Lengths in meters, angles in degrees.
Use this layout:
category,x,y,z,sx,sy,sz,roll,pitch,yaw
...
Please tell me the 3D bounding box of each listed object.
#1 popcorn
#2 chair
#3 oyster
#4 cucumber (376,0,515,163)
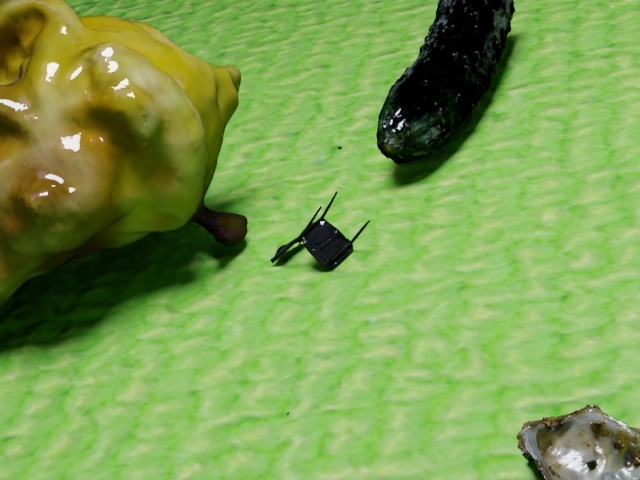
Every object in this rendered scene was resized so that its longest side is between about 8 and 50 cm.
category,x,y,z,sx,sy,sz,roll,pitch,yaw
popcorn,-0.217,-0.078,1.250,0.316,0.281,0.297,-24,6,-41
chair,0.001,0.002,1.199,0.037,0.042,0.086,-39,-3,-39
oyster,0.153,0.123,0.856,0.086,0.029,0.132,-10,23,3
cucumber,0.111,-0.147,1.375,0.072,0.081,0.303,-55,6,38
